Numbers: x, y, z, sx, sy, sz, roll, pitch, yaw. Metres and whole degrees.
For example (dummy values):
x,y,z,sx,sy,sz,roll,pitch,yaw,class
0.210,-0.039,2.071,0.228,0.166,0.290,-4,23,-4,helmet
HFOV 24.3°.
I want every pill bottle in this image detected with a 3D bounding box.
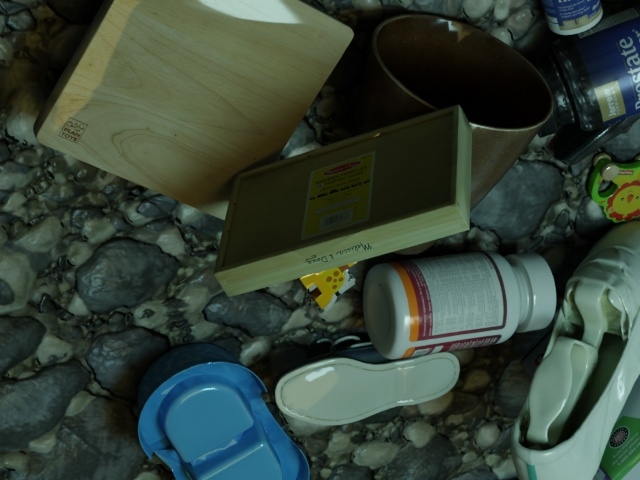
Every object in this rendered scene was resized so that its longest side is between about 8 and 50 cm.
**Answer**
x,y,z,sx,sy,sz,roll,pitch,yaw,class
0.174,0.076,1.865,0.221,0.121,0.121,-7,121,-20,pill bottle
0.281,-0.303,1.715,0.067,0.067,0.120,-28,126,-5,pill bottle
0.347,-0.203,1.759,0.219,0.123,0.122,-21,126,6,pill bottle

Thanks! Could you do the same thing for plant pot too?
x,y,z,sx,sy,sz,roll,pitch,yaw,class
0.121,-0.104,1.702,0.215,0.215,0.230,4,131,-25,plant pot

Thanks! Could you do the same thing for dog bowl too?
x,y,z,sx,sy,sz,roll,pitch,yaw,class
-0.128,0.248,1.870,0.166,0.074,0.297,-30,127,-4,dog bowl

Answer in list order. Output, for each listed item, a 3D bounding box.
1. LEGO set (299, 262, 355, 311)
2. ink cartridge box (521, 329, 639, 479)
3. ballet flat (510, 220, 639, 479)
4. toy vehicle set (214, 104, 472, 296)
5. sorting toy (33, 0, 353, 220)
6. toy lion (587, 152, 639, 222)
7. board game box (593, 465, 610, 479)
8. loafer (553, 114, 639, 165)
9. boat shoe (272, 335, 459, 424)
x,y,z,sx,sy,sz,roll,pitch,yaw,class
0.000,0.000,1.767,0.093,0.087,0.227,-35,128,0,LEGO set
0.414,0.188,1.940,0.117,0.278,0.201,37,100,-32,ink cartridge box
0.338,0.127,1.853,0.139,0.139,0.400,40,65,-36,ballet flat
0.025,-0.041,1.526,0.267,0.166,0.035,-16,127,21,toy vehicle set
-0.142,-0.184,1.593,0.257,0.089,0.255,23,108,-32,sorting toy
0.390,-0.066,1.931,0.100,0.034,0.096,0,126,-23,toy lion
0.492,0.240,2.086,0.144,0.142,0.275,20,110,-32,board game box
0.365,-0.150,1.850,0.170,0.062,0.061,-42,131,6,loafer
0.051,0.168,1.891,0.255,0.079,0.095,-12,115,-22,boat shoe
